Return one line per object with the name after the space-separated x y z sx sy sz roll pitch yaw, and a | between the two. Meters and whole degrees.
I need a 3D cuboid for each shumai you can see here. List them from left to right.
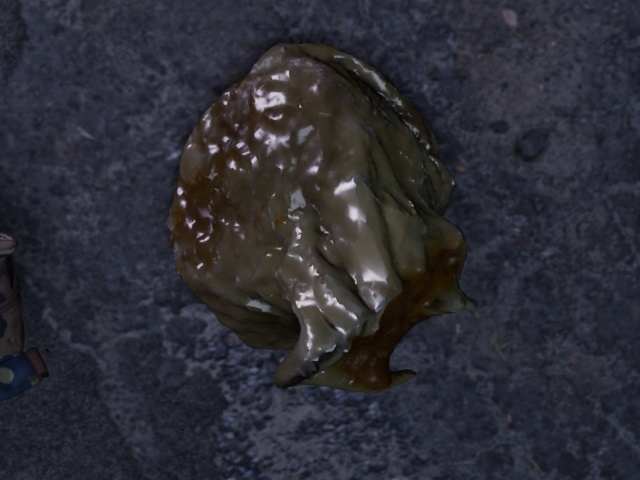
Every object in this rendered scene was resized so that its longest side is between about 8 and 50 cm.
0.000 0.000 1.715 0.267 0.262 0.314 -6 115 -6 | shumai

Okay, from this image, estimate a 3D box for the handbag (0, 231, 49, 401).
-0.356 0.051 1.701 0.193 0.251 0.190 -12 109 -12 | handbag
